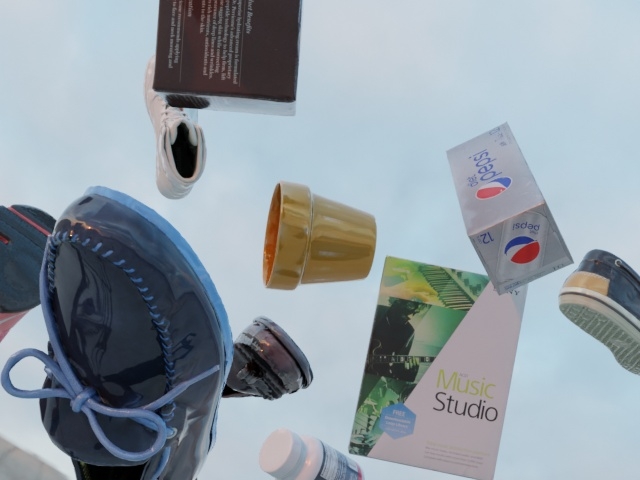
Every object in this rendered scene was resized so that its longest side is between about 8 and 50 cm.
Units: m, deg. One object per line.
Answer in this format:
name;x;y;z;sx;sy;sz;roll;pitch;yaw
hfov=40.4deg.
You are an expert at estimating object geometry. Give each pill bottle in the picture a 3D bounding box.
pill bottle;-0.018;0.402;1.521;0.180;0.107;0.108;38;-29;-31

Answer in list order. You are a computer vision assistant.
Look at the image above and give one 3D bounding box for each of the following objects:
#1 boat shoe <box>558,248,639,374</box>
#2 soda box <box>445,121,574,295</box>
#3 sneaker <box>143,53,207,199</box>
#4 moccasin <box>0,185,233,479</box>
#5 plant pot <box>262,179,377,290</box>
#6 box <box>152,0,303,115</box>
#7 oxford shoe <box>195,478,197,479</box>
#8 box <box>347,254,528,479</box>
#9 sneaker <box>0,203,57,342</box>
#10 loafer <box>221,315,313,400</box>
boat shoe;0.692;0.180;1.867;0.500;0.155;0.187;36;-21;-32
soda box;0.230;-0.050;1.099;0.098;0.286;0.091;-26;-68;13
sneaker;-0.266;-0.234;1.645;0.108;0.292;0.169;-6;-4;-20
moccasin;-0.133;0.115;0.616;0.138;0.117;0.341;24;-39;22
plant pot;0.000;0.000;1.634;0.188;0.205;0.205;7;-27;-10
box;-0.131;-0.280;1.277;0.203;0.168;0.167;5;0;-2
oxford shoe;-0.283;0.497;1.487;0.147;0.140;0.396;14;-69;17
box;0.186;0.200;1.381;0.233;0.321;0.058;11;-6;1
sneaker;-0.377;0.081;0.880;0.116;0.313;0.136;44;-45;-17
loafer;-0.086;0.168;1.108;0.109;0.095;0.302;51;-15;0
